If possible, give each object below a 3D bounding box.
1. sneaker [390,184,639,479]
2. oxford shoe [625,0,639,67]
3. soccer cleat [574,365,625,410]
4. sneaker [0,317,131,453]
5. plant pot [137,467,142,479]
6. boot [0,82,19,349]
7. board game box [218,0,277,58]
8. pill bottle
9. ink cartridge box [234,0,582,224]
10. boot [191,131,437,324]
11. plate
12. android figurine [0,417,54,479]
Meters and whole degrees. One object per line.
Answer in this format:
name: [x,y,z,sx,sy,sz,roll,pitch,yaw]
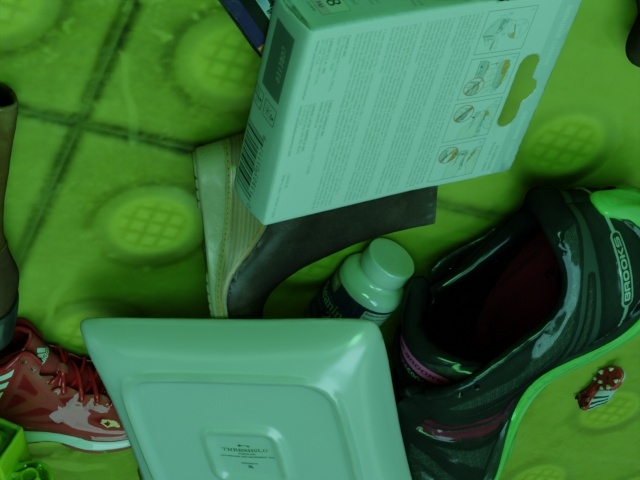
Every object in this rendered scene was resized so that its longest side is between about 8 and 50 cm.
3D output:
sneaker: [0.125,0.118,1.163,0.202,0.185,0.482,15,121,-37]
oxford shoe: [0.250,-0.218,0.908,0.096,0.082,0.227,9,141,9]
soccer cleat: [0.327,0.169,1.391,0.036,0.029,0.083,3,141,-31]
sneaker: [-0.237,0.137,1.158,0.221,0.087,0.128,-6,140,-11]
plant pot: [-0.149,0.269,1.330,0.082,0.083,0.081,5,136,-22]
boot: [-0.371,-0.001,0.958,0.264,0.096,0.280,-2,137,-13]
board game box: [-0.001,-0.212,0.805,0.170,0.048,0.141,-35,148,2]
pill bottle: [0.037,0.054,1.150,0.067,0.067,0.120,14,132,-28]
ink cartridge box: [0.061,-0.111,0.899,0.232,0.066,0.189,-17,144,-29]
boot: [0.000,0.000,1.060,0.207,0.090,0.248,-6,135,-5]
plate: [-0.063,0.184,1.109,0.277,0.045,0.278,-1,129,15]
android figurine: [-0.358,0.211,1.163,0.248,0.056,0.273,21,141,11]
